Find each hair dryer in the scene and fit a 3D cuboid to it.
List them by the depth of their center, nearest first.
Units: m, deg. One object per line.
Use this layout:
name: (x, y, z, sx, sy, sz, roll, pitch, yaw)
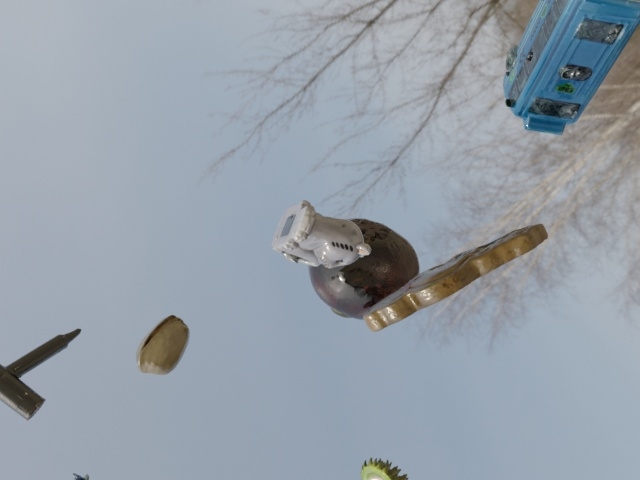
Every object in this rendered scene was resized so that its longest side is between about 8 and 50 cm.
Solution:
hair dryer: (-0.526, 0.198, 1.193, 0.173, 0.050, 0.195, 41, -141, -6)

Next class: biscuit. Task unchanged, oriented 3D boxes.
biscuit: (0.211, 0.056, 1.076, 0.047, 0.320, 0.183, 61, -153, -1)

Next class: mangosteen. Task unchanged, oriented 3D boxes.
mangosteen: (0.109, 0.088, 1.783, 0.297, 0.293, 0.297, 25, -163, -8)

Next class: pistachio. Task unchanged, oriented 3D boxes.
pistachio: (-0.371, 0.247, 1.567, 0.113, 0.149, 0.113, 24, 172, 4)

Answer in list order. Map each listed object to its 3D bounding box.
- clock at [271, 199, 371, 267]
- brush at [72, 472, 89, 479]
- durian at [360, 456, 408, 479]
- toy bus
clock: (0.000, 0.001, 1.006, 0.117, 0.176, 0.080, 25, -101, -15)
brush: (-0.445, 0.486, 1.137, 0.030, 0.033, 0.178, 31, -114, -22)
durian: (0.171, 0.645, 1.519, 0.157, 0.169, 0.355, 49, -171, -38)
toy bus: (0.350, -0.274, 0.942, 0.113, 0.246, 0.134, 8, -125, -4)
